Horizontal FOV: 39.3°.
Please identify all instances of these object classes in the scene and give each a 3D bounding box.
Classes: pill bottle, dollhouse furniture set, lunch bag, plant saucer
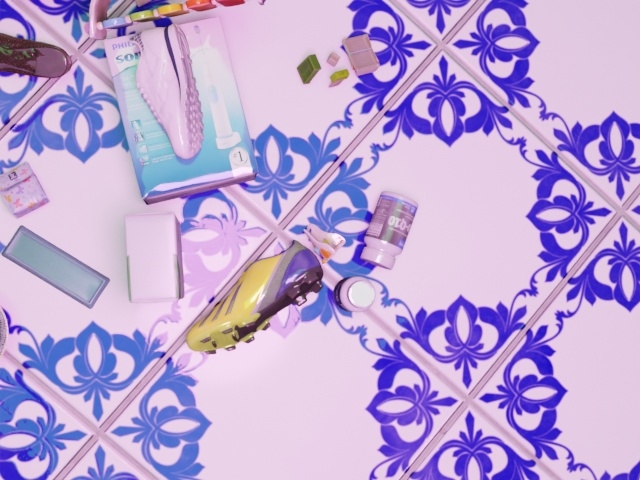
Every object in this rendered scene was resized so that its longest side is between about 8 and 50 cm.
[{"bbox_3d":[0.065,0.101,1.677,0.067,0.120,0.067,1,86,-9],"label":"pill bottle"},{"bbox_3d":[0.035,-0.343,1.747,0.152,0.058,0.076,-20,82,-29],"label":"dollhouse furniture set"},{"bbox_3d":[-0.544,-0.093,1.628,0.071,0.053,0.083,-28,82,-11],"label":"lunch bag"},{"bbox_3d":[-0.486,0.049,1.646,0.192,0.018,0.067,32,82,-5],"label":"plant saucer"},{"bbox_3d":[0.129,-0.018,1.715,0.078,0.078,0.137,21,84,-7],"label":"pill bottle"}]

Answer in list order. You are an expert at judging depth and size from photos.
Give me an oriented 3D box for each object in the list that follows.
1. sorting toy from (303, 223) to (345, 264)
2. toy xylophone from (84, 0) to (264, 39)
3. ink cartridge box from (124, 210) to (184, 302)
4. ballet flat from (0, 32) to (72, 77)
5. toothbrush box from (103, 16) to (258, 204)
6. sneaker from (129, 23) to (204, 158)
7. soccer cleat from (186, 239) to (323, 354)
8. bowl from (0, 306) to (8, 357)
[{"bbox_3d":[0.000,0.000,1.703,0.075,0.083,0.045,45,111,0],"label":"sorting toy"},{"bbox_3d":[-0.251,-0.427,1.587,0.323,0.236,0.081,-10,102,9],"label":"toy xylophone"},{"bbox_3d":[-0.289,0.033,1.582,0.087,0.208,0.153,-4,87,-6],"label":"ink cartridge box"},{"bbox_3d":[-0.578,-0.346,1.640,0.250,0.058,0.084,10,107,-3],"label":"ballet flat"},{"bbox_3d":[-0.254,-0.234,1.642,0.216,0.126,0.295,-15,90,-8],"label":"toothbrush box"},{"bbox_3d":[-0.264,-0.251,1.546,0.095,0.090,0.235,-11,85,7],"label":"sneaker"},{"bbox_3d":[-0.130,0.106,1.677,0.289,0.093,0.121,-33,62,-5],"label":"soccer cleat"},{"bbox_3d":[-0.632,0.163,1.585,0.170,0.080,0.170,0,87,-8],"label":"bowl"}]
